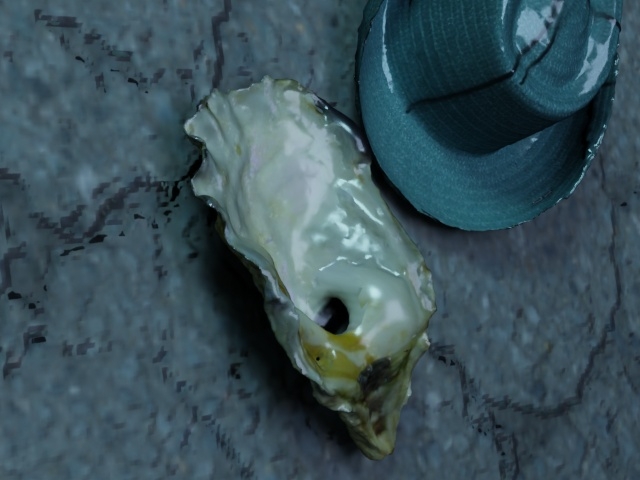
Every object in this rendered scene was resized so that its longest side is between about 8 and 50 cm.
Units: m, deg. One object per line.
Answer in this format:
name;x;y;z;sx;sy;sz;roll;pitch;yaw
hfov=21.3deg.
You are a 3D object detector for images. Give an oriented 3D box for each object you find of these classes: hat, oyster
hat;0.086;-0.098;0.734;0.138;0.078;0.190;37;58;-32
oyster;0.000;0.000;0.651;0.146;0.045;0.121;34;62;-27
